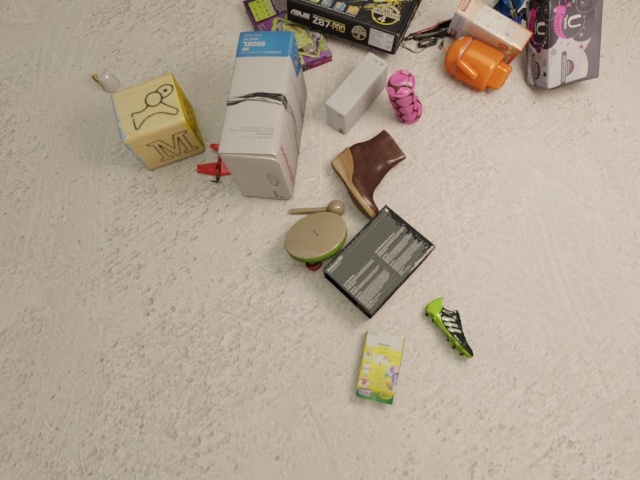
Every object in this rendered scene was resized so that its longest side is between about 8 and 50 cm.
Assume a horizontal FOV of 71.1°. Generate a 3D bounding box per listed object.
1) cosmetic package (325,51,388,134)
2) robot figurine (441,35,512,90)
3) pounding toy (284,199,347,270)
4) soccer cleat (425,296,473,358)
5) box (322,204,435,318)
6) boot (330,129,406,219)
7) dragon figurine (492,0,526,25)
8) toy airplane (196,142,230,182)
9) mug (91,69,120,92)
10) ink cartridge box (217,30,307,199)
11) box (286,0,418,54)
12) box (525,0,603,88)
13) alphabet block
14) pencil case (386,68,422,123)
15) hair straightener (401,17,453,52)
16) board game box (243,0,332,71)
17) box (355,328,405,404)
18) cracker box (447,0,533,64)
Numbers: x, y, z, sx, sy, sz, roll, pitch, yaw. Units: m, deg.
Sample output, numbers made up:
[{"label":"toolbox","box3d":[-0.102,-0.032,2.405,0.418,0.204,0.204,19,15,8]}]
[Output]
[{"label":"cosmetic package","box3d":[0.115,-0.465,1.420,0.085,0.117,0.231,37,77,15]},{"label":"robot figurine","box3d":[0.485,-0.559,1.411,0.219,0.128,0.158,35,79,14]},{"label":"pounding toy","box3d":[0.000,0.000,1.303,0.183,0.110,0.237,-12,42,12]},{"label":"soccer cleat","box3d":[0.359,0.233,1.206,0.072,0.060,0.179,-34,70,-8]},{"label":"box","box3d":[0.161,0.060,1.255,0.184,0.103,0.261,43,81,13]},{"label":"boot","box3d":[0.169,-0.203,1.344,0.207,0.090,0.248,-29,69,-2]},{"label":"dragon figurine","box3d":[0.615,-0.774,1.460,0.085,0.144,0.289,-9,72,2]},{"label":"toy airplane","box3d":[-0.323,-0.253,1.435,0.151,0.028,0.151,-1,73,3]},{"label":"mug","box3d":[-0.747,-0.554,1.549,0.078,0.064,0.062,-21,72,-2]},{"label":"ink cartridge box","box3d":[-0.155,-0.356,1.318,0.166,0.285,0.395,4,72,8]},{"label":"box","box3d":[0.127,-0.819,1.517,0.395,0.097,0.318,23,65,9]},{"label":"box","box3d":[0.717,-0.598,1.330,0.163,0.142,0.247,-13,115,0]},{"label":"alphabet block","box3d":[-0.503,-0.367,1.401,0.197,0.193,0.192,-19,73,-2]},{"label":"pencil case","box3d":[0.256,-0.434,1.349,0.095,0.209,0.098,33,94,18]},{"label":"hair straightener","box3d":[0.387,-0.686,1.502,0.230,0.047,0.089,-13,71,1]},{"label":"board game box","box3d":[-0.118,-0.733,1.563,0.208,0.056,0.347,-23,72,2]},{"label":"box","box3d":[0.159,0.337,1.198,0.105,0.043,0.179,12,71,8]},{"label":"cracker box","box3d":[0.521,-0.651,1.398,0.232,0.156,0.067,32,97,3]}]
